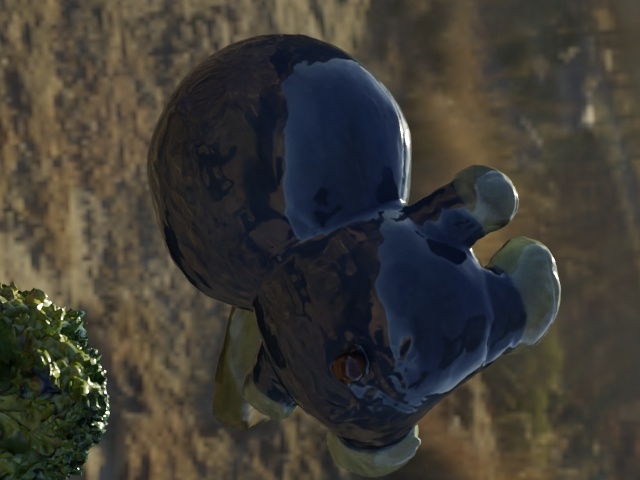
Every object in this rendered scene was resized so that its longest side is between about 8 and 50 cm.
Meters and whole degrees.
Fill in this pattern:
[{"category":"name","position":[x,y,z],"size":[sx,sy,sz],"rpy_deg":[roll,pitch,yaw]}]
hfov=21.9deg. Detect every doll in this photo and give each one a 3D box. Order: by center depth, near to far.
[{"category":"doll","position":[0.000,0.000,1.004],"size":[0.154,0.228,0.258],"rpy_deg":[-2,53,-55]}]

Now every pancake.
[{"category":"pancake","position":[-0.008,0.040,1.279],"size":[0.242,0.050,0.242],"rpy_deg":[-58,164,-28]}]

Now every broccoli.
[{"category":"broccoli","position":[-0.262,0.110,1.227],"size":[0.194,0.219,0.194],"rpy_deg":[-3,93,-59]}]
